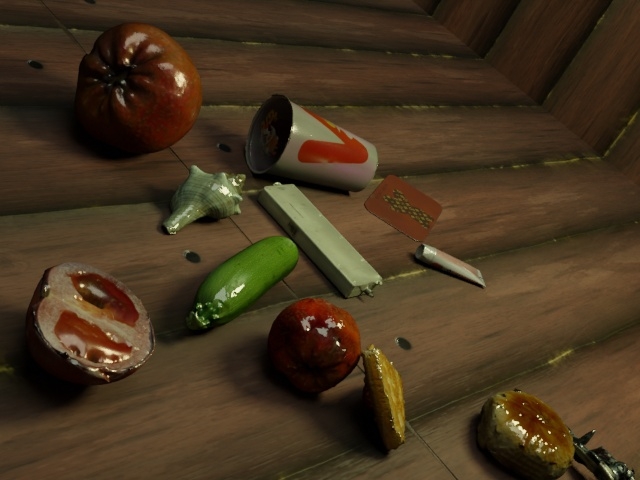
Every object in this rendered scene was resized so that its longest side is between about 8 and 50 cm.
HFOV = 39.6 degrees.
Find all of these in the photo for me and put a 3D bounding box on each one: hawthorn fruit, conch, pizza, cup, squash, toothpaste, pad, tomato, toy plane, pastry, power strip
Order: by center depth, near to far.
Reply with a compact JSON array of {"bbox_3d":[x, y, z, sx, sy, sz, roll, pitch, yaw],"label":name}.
[{"bbox_3d":[-0.364,0.149,1.371,0.199,0.112,0.228,29,29,-17],"label":"tomato"},{"bbox_3d":[-0.005,0.179,1.591,0.173,0.173,0.179,41,33,18],"label":"hawthorn fruit"},{"bbox_3d":[0.114,0.275,1.616,0.199,0.062,0.188,-1,79,-76],"label":"pizza"},{"bbox_3d":[-0.144,0.074,1.681,0.101,0.101,0.378,35,32,9],"label":"squash"},{"bbox_3d":[0.399,0.371,1.714,0.192,0.093,0.182,28,28,-3],"label":"pastry"},{"bbox_3d":[0.547,0.432,1.735,0.192,0.088,0.262,43,16,-52],"label":"toy plane"},{"bbox_3d":[-0.242,-0.103,1.854,0.234,0.114,0.137,-8,34,-39],"label":"conch"},{"bbox_3d":[-0.376,-0.313,1.925,0.277,0.277,0.298,43,10,21],"label":"hawthorn fruit"},{"bbox_3d":[0.000,0.000,1.971,0.106,0.043,0.367,-9,48,-47],"label":"power strip"},{"bbox_3d":[-0.011,-0.220,2.165,0.288,0.203,0.203,17,32,-34],"label":"cup"},{"bbox_3d":[0.319,0.059,2.165,0.194,0.043,0.067,23,29,-23],"label":"toothpaste"},{"bbox_3d":[0.222,-0.088,2.331,0.181,0.004,0.267,32,31,4],"label":"pad"}]
